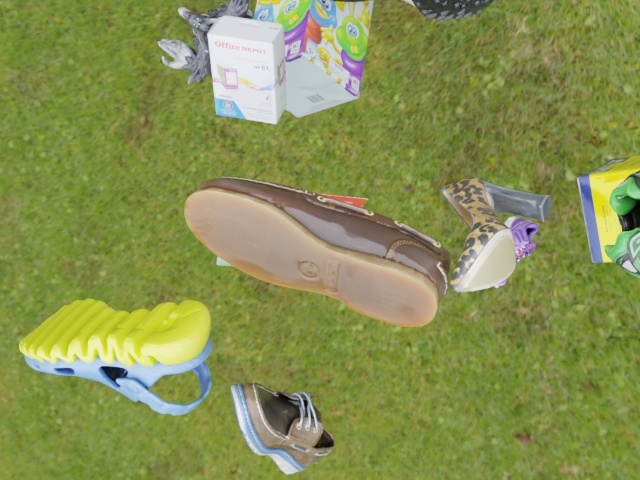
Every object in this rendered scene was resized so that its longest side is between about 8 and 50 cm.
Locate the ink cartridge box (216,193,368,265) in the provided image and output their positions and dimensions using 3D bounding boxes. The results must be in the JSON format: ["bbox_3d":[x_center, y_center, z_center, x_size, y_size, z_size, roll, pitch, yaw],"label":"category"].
[{"bbox_3d":[-0.047,-0.009,1.087,0.181,0.056,0.224,5,164,-14],"label":"ink cartridge box"}]

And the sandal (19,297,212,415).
[{"bbox_3d":[-0.263,0.158,0.978,0.317,0.126,0.138,1,123,33],"label":"sandal"}]

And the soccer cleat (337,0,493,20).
[{"bbox_3d":[0.127,-0.414,1.128,0.318,0.116,0.108,0,152,-21],"label":"soccer cleat"}]

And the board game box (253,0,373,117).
[{"bbox_3d":[-0.013,-0.370,1.239,0.144,0.275,0.142,-10,153,42],"label":"board game box"}]

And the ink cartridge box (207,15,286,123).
[{"bbox_3d":[-0.094,-0.221,0.975,0.088,0.052,0.122,11,134,11],"label":"ink cartridge box"}]

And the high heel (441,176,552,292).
[{"bbox_3d":[0.220,-0.010,1.170,0.186,0.261,0.093,15,132,39],"label":"high heel"}]

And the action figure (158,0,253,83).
[{"bbox_3d":[-0.175,-0.326,1.162,0.141,0.275,0.164,28,100,-1],"label":"action figure"}]

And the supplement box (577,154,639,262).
[{"bbox_3d":[0.743,-0.079,1.523,0.356,0.194,0.195,-5,102,41],"label":"supplement box"}]

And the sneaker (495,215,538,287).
[{"bbox_3d":[0.373,0.019,1.446,0.071,0.170,0.068,11,144,32],"label":"sneaker"}]

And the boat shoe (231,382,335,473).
[{"bbox_3d":[-0.033,0.179,0.749,0.066,0.066,0.183,-22,148,5],"label":"boat shoe"}]

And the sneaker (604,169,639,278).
[{"bbox_3d":[0.546,-0.091,1.173,0.146,0.343,0.134,24,154,3],"label":"sneaker"}]

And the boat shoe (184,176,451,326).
[{"bbox_3d":[0.000,0.000,0.580,0.207,0.073,0.073,24,132,4],"label":"boat shoe"}]
